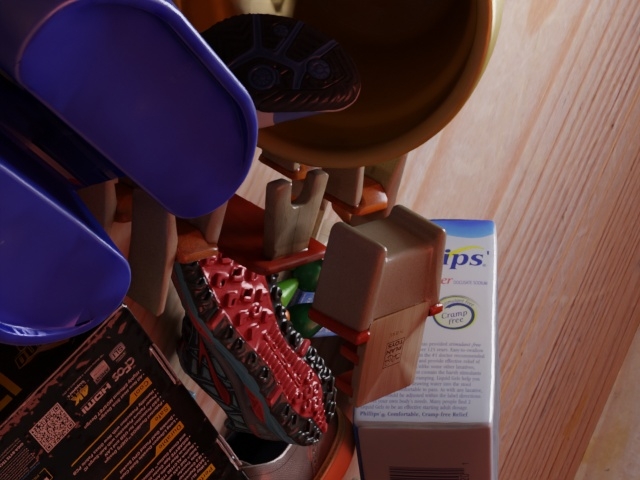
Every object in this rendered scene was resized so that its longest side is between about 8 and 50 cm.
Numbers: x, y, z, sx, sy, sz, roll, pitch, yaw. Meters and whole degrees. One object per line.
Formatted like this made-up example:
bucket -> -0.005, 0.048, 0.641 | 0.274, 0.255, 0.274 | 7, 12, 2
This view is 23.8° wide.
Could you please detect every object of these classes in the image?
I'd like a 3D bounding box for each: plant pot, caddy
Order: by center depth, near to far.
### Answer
caddy -> -0.193, -0.087, 0.914 | 0.241, 0.179, 0.341 | -43, 155, 0
plant pot -> 0.029, -0.211, 1.239 | 0.239, 0.254, 0.254 | -56, 159, -67

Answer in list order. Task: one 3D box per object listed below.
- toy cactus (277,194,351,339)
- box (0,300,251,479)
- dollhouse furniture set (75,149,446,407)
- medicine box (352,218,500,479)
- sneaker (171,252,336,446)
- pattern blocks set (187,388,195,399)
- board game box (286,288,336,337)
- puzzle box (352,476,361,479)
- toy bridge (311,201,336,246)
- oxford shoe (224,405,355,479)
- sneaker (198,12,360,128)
toy cactus -> 0.015, 0.041, 1.502 | 0.180, 0.112, 0.219 | 27, 94, -29
box -> -0.213, 0.214, 1.069 | 0.322, 0.079, 0.257 | -46, 139, -17
dollhouse furniture set -> -0.032, 0.008, 1.205 | 0.262, 0.259, 0.135 | -17, 126, -44
medicine box -> 0.128, 0.166, 1.732 | 0.263, 0.149, 0.289 | 82, 11, -49
sneaker -> -0.094, 0.084, 1.357 | 0.104, 0.125, 0.262 | -51, 125, -43
pattern blocks set -> -0.210, 0.285, 1.360 | 0.325, 0.026, 0.285 | -37, 141, -51
board game box -> 0.000, 0.062, 1.594 | 0.090, 0.020, 0.090 | -3, 126, -47
puzzle box -> -0.023, 0.538, 1.951 | 0.409, 0.052, 0.272 | -54, 153, -33
toy bridge -> 0.000, 0.000, 1.590 | 0.063, 0.026, 0.188 | -41, 145, -47
oxford shoe -> -0.093, 0.289, 1.538 | 0.133, 0.130, 0.364 | 58, 47, -41
sneaker -> -0.075, -0.116, 1.139 | 0.081, 0.211, 0.080 | 87, 4, -64
